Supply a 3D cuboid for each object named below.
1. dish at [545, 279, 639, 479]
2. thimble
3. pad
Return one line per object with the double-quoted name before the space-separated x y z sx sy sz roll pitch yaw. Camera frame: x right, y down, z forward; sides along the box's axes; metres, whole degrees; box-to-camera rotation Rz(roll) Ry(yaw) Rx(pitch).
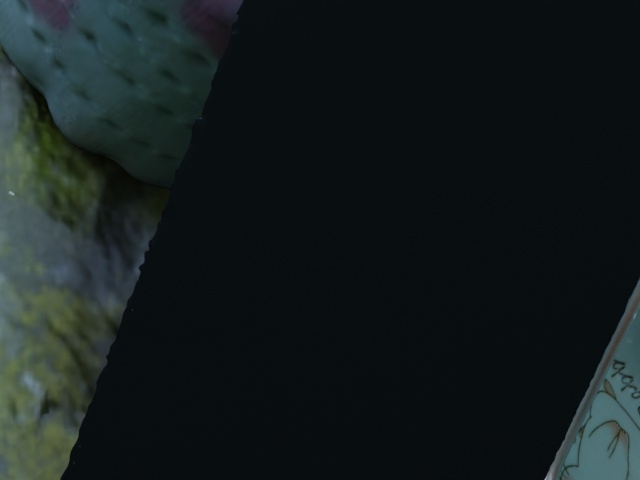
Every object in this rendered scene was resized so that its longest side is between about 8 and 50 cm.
"dish" 0.183 0.113 0.733 0.154 0.064 0.234 51 48 -13
"thimble" -0.030 -0.127 0.586 0.211 0.149 0.185 -11 78 -43
"pad" 0.000 0.000 0.518 0.314 0.063 0.376 13 105 -39
